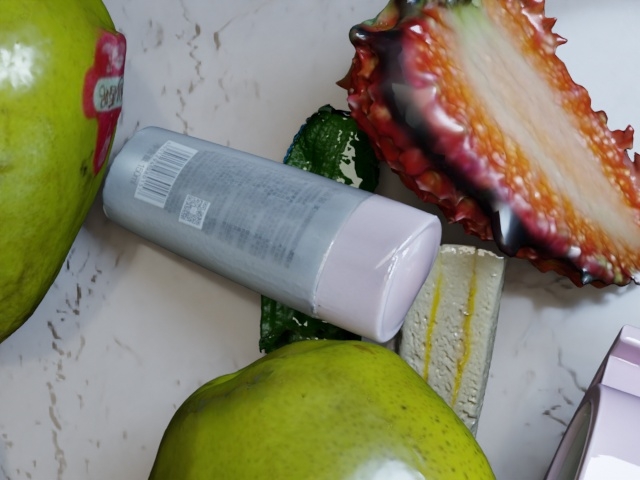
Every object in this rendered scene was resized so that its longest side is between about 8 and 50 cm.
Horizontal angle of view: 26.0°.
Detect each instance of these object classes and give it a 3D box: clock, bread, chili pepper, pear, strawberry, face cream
[{"bbox_3d":[0.183,0.246,0.998,0.080,0.290,0.275,21,42,6],"label":"clock"},{"bbox_3d":[0.100,0.085,1.101,0.077,0.105,0.152,8,82,9],"label":"bread"},{"bbox_3d":[0.001,0.000,1.137,0.098,0.061,0.224,9,86,13],"label":"chili pepper"},{"bbox_3d":[0.003,0.221,1.004,0.294,0.294,0.294,0,82,1],"label":"pear"},{"bbox_3d":[0.135,-0.063,1.095,0.306,0.138,0.233,57,43,-5],"label":"strawberry"},{"bbox_3d":[-0.043,-0.012,1.082,0.269,0.073,0.107,20,77,27],"label":"face cream"},{"bbox_3d":[-0.294,-0.067,1.052,0.287,0.287,0.375,7,109,2],"label":"pear"}]
